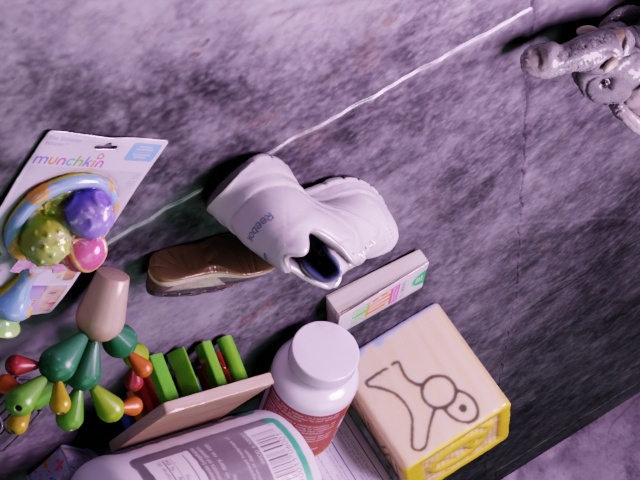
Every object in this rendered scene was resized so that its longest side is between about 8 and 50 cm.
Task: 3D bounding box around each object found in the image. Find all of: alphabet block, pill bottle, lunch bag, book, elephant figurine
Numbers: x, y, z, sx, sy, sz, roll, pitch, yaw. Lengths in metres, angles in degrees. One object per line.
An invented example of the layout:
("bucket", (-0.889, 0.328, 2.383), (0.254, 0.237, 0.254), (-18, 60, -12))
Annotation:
("alphabet block", (0.160, 0.248, 1.821), (0.192, 0.197, 0.193), (-31, 155, -5))
("pill bottle", (-0.189, 0.347, 1.466), (0.361, 0.204, 0.204), (-11, 146, -40))
("lunch bag", (-0.319, 0.301, 1.511), (0.071, 0.053, 0.083), (-43, 144, 14))
("pill bottle", (-0.016, 0.205, 1.621), (0.121, 0.121, 0.216), (-20, 153, -27))
("book", (0.076, 0.073, 1.608), (0.144, 0.035, 0.096), (-29, 159, -14))
("elephant figurine", (0.358, -0.207, 1.338), (0.239, 0.186, 0.169), (-28, -160, 12))

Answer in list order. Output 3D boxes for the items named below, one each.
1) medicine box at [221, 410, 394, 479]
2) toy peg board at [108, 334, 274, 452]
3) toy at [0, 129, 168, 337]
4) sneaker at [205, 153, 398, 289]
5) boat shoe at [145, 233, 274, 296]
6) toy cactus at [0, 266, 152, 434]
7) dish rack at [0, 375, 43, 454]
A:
("medicine box", (-0.027, 0.397, 1.784), (0.289, 0.263, 0.149), (0, 139, -50))
("toy peg board", (-0.172, 0.186, 1.477), (0.161, 0.079, 0.161), (-11, 162, -39))
("toy", (-0.237, 0.006, 1.074), (0.137, 0.056, 0.237), (-1, 140, -52))
("sneaker", (0.000, 0.000, 1.264), (0.111, 0.129, 0.297), (-47, 154, 22))
("boat shoe", (-0.119, 0.029, 1.269), (0.152, 0.056, 0.049), (-4, 148, -32))
("toy cactus", (-0.241, 0.110, 1.219), (0.219, 0.112, 0.180), (-5, 120, -53))
("dish rack", (-0.412, 0.220, 1.227), (0.208, 0.074, 0.271), (-42, 154, 18))
